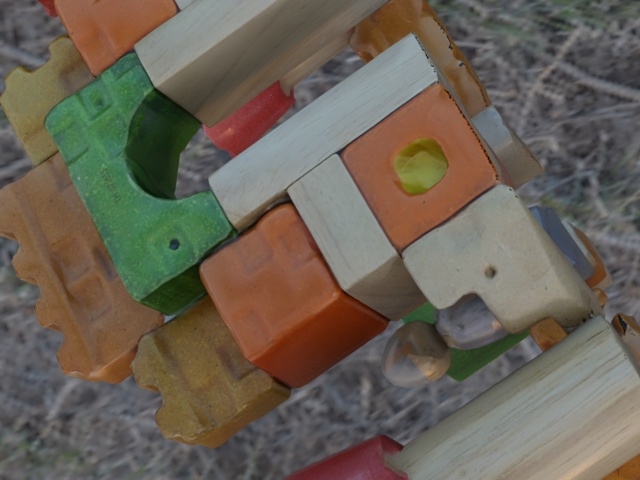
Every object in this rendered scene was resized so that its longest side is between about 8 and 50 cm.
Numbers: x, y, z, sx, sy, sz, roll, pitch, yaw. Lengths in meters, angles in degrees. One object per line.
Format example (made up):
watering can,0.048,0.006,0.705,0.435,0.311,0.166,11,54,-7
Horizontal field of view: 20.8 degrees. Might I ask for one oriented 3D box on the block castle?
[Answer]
block castle,0.000,0.000,0.863,0.213,0.303,0.453,-35,62,10
